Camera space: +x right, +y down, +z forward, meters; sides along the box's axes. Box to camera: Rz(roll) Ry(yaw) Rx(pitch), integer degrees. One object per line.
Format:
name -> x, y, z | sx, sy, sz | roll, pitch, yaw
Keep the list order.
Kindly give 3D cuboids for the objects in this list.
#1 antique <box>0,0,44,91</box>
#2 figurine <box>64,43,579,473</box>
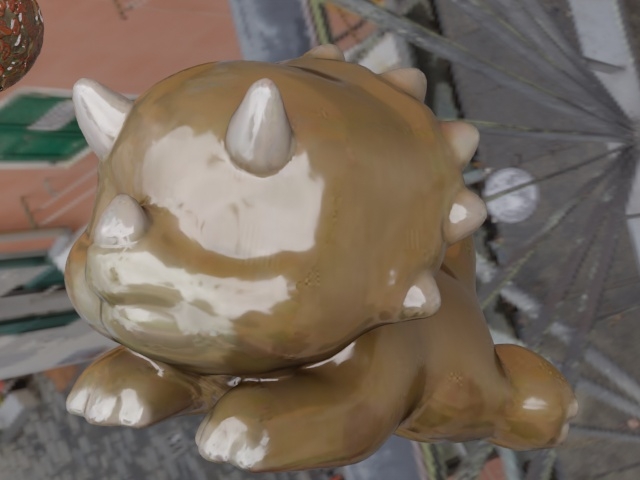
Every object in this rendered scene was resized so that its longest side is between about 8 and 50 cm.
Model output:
antique -> -0.235, -0.142, 0.856 | 0.104, 0.104, 0.104 | 2, 94, 28
figurine -> 0.000, 0.000, 0.563 | 0.177, 0.247, 0.172 | 13, 95, 55
